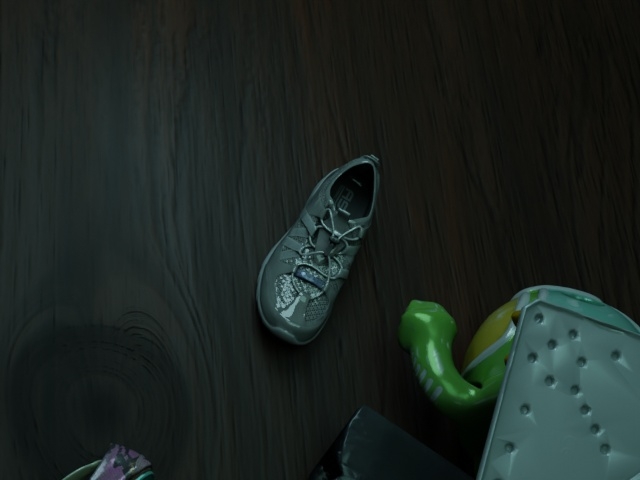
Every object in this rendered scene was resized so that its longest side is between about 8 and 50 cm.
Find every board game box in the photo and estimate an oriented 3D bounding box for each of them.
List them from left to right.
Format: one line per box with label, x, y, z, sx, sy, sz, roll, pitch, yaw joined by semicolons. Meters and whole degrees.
board game box;0.333;0.305;1.103;0.390;0.050;0.390;20;79;-12

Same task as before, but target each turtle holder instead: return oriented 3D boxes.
turtle holder;0.265;0.180;1.292;0.320;0.243;0.227;-4;47;11

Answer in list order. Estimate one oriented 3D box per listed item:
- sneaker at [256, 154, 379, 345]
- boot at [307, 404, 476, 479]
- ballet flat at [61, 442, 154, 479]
sneaker;0.000;0.000;1.325;0.105;0.115;0.281;25;58;-8
boot;0.143;0.438;1.135;0.445;0.146;0.367;35;49;-5
ballet flat;-0.268;0.301;1.097;0.079;0.077;0.221;29;50;16
